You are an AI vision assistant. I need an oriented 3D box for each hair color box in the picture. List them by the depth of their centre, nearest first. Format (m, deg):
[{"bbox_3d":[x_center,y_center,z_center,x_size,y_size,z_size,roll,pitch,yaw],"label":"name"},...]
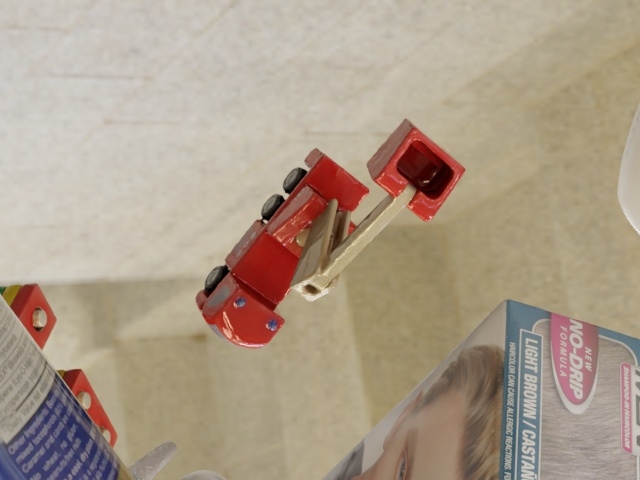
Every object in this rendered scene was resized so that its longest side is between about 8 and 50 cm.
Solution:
[{"bbox_3d":[0.062,0.193,0.877,0.347,0.105,0.174,128,-25,-51],"label":"hair color box"}]

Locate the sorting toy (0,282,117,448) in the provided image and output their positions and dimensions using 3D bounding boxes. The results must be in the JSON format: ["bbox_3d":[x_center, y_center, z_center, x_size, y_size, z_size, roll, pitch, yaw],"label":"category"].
[{"bbox_3d":[-0.272,0.175,1.310,0.255,0.089,0.257,-71,149,-47],"label":"sorting toy"}]

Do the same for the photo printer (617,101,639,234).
[{"bbox_3d":[0.327,-0.043,1.020,0.307,0.107,0.256,58,-41,37],"label":"photo printer"}]

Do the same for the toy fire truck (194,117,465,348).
[{"bbox_3d":[0.000,0.000,1.027,0.192,0.047,0.135,-51,-158,4],"label":"toy fire truck"}]

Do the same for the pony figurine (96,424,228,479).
[{"bbox_3d":[-0.172,0.235,0.841,0.302,0.351,0.363,60,-19,-16],"label":"pony figurine"}]

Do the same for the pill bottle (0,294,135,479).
[{"bbox_3d":[-0.158,0.040,0.489,0.219,0.123,0.123,56,-29,-14],"label":"pill bottle"}]
